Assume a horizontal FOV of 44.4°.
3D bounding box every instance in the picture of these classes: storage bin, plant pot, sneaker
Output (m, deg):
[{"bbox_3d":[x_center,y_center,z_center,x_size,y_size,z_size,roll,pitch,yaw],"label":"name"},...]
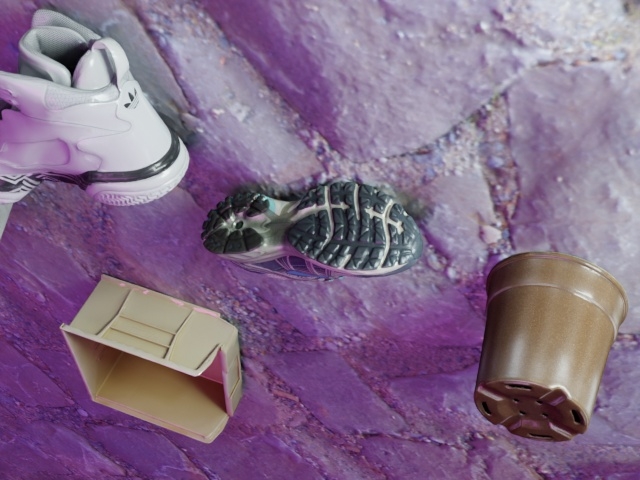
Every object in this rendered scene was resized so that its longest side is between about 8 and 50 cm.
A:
[{"bbox_3d":[-0.277,0.213,1.357,0.260,0.123,0.262,18,143,11],"label":"storage bin"},{"bbox_3d":[0.254,0.127,0.898,0.167,0.165,0.167,17,144,13],"label":"plant pot"},{"bbox_3d":[0.000,0.000,0.966,0.283,0.110,0.122,6,158,29],"label":"sneaker"},{"bbox_3d":[-0.349,-0.155,0.928,0.366,0.137,0.210,4,139,18],"label":"sneaker"}]

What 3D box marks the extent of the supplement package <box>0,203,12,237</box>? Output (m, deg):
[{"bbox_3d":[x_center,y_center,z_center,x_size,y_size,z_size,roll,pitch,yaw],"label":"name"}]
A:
[{"bbox_3d":[-0.566,-0.044,1.101,0.149,0.203,0.194,-11,135,9],"label":"supplement package"}]
